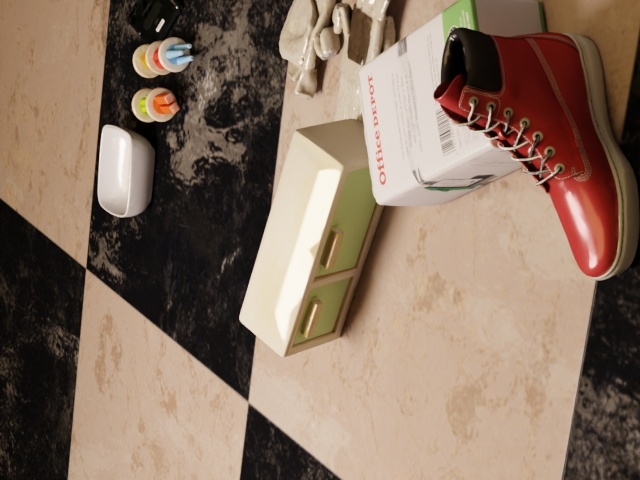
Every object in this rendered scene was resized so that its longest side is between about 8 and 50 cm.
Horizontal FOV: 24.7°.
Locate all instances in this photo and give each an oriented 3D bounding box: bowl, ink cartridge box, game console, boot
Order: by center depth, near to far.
[{"bbox_3d":[0.188,-0.078,1.329,0.088,0.176,0.244,-36,61,53],"label":"boot"},{"bbox_3d":[0.138,-0.138,1.500,0.219,0.093,0.160,-26,68,59],"label":"ink cartridge box"},{"bbox_3d":[-0.249,-0.376,2.272,0.107,0.071,0.122,50,142,6],"label":"game console"},{"bbox_3d":[-0.308,-0.111,2.341,0.142,0.053,0.142,22,110,58],"label":"bowl"}]

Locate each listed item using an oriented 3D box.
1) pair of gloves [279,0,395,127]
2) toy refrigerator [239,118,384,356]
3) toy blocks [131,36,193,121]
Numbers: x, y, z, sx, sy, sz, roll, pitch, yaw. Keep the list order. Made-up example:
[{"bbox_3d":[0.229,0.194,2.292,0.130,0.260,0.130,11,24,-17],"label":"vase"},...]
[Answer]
[{"bbox_3d":[0.015,-0.247,1.772,0.240,0.042,0.204,50,133,50],"label":"pair of gloves"},{"bbox_3d":[0.000,0.000,1.723,0.094,0.102,0.269,38,125,31],"label":"toy refrigerator"},{"bbox_3d":[-0.231,-0.242,2.200,0.148,0.054,0.123,2,91,60],"label":"toy blocks"}]
